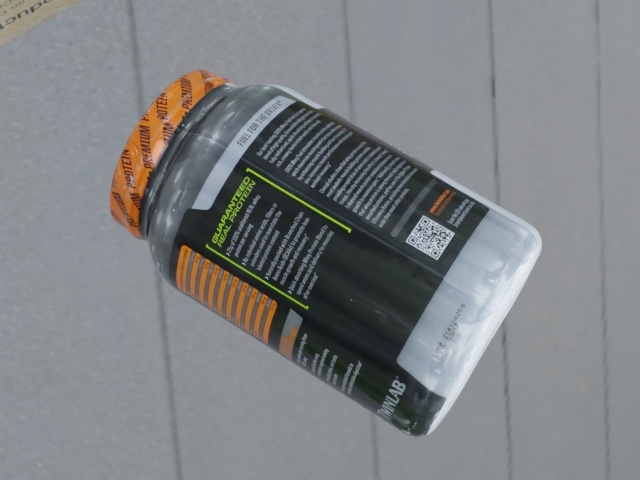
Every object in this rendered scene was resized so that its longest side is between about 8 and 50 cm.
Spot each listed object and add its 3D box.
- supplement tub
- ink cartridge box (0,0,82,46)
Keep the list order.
[{"bbox_3d":[0.000,0.000,0.495,0.117,0.190,0.117,-55,168,-17],"label":"supplement tub"},{"bbox_3d":[-0.085,-0.125,0.247,0.234,0.193,0.088,-34,91,-12],"label":"ink cartridge box"}]
